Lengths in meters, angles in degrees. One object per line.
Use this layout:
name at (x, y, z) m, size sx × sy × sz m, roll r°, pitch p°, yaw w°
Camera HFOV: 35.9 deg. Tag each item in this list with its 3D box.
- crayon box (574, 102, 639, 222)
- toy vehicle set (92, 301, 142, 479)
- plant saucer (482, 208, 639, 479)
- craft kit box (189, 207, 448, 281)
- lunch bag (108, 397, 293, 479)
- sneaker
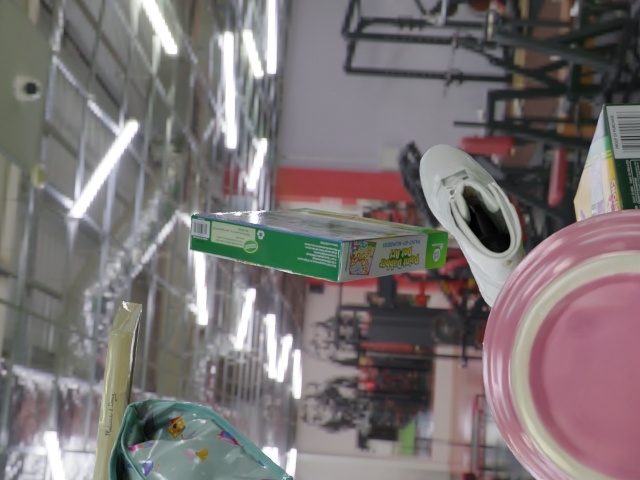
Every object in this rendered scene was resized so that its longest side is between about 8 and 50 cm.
crayon box at (0.522, 0.005, 1.678) m, size 0.313 × 0.106 × 0.363 m, roll 84°, pitch -174°, yaw -61°
toy vehicle set at (-0.325, 0.248, 1.585) m, size 0.166 × 0.035 × 0.267 m, roll -116°, pitch 34°, yaw -78°
plant saucer at (0.324, 0.134, 1.010) m, size 0.084 × 0.332 × 0.332 m, roll -7°, pitch -79°, yaw -67°
craft kit box at (0.000, 0.000, 1.308) m, size 0.246 × 0.249 × 0.061 m, roll -9°, pitch -74°, yaw -51°
lunch bag at (-0.145, 0.322, 1.122) m, size 0.262 × 0.160 × 0.223 m, roll 24°, pitch 126°, yaw 47°
sneaker at (0.214, -0.060, 1.385) m, size 0.169 × 0.108 × 0.293 m, roll 64°, pitch -179°, yaw -56°
